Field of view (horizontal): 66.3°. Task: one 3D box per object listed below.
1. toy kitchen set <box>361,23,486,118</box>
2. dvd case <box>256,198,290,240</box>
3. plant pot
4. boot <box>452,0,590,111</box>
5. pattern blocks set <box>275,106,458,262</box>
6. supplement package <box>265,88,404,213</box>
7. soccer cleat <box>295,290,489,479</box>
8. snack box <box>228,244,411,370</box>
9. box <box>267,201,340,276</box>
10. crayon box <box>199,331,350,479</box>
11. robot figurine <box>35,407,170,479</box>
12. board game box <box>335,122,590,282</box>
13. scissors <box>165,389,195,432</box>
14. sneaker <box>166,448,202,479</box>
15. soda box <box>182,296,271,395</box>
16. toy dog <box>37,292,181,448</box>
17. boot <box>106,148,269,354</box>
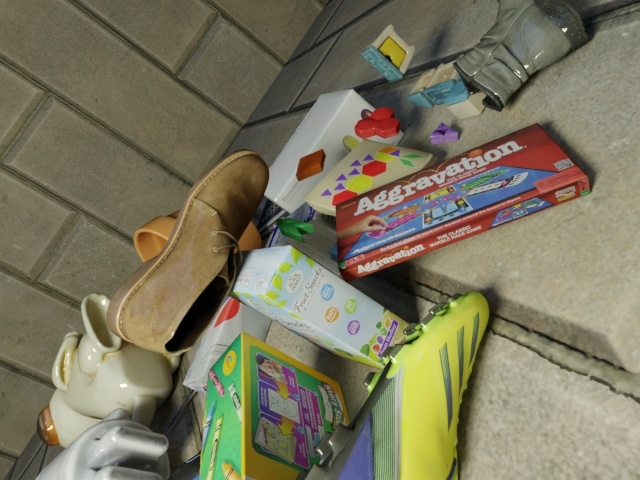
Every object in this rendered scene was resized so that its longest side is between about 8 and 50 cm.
[{"bbox_3d":[0.180,-0.297,0.844,0.122,0.166,0.207,-59,23,-11],"label":"toy kitchen set"},{"bbox_3d":[-0.101,-0.123,1.351,0.179,0.029,0.238,-35,29,42],"label":"dvd case"},{"bbox_3d":[-0.287,0.023,1.229,0.291,0.291,0.203,-22,24,54],"label":"plant pot"},{"bbox_3d":[0.262,-0.311,0.733,0.161,0.083,0.246,-36,43,22],"label":"boot"},{"bbox_3d":[0.082,-0.093,0.762,0.325,0.026,0.285,-40,46,-21],"label":"pattern blocks set"},{"bbox_3d":[0.010,-0.164,1.032,0.262,0.145,0.204,-56,22,1],"label":"supplement package"},{"bbox_3d":[0.096,0.170,0.475,0.289,0.121,0.093,-46,-9,-28],"label":"soccer cleat"},{"bbox_3d":[-0.008,0.088,0.630,0.174,0.207,0.070,-8,51,62],"label":"snack box"},{"bbox_3d":[0.000,0.000,0.844,0.137,0.126,0.072,-35,31,40],"label":"box"},{"bbox_3d":[-0.040,0.241,0.537,0.081,0.165,0.278,-50,22,15],"label":"crayon box"},{"bbox_3d":[-0.429,0.478,0.942,0.353,0.200,0.300,-42,32,29],"label":"robot figurine"},{"bbox_3d":[0.151,-0.050,0.598,0.281,0.027,0.145,-22,32,15],"label":"board game box"},{"bbox_3d":[-0.256,0.296,1.096,0.297,0.021,0.109,-51,25,13],"label":"scissors"},{"bbox_3d":[-0.234,0.432,0.785,0.232,0.081,0.090,-45,20,6],"label":"sneaker"},{"bbox_3d":[-0.164,0.168,0.981,0.091,0.098,0.286,-32,31,44],"label":"soda box"},{"bbox_3d":[-0.554,0.393,1.297,0.408,0.284,0.395,-42,62,25],"label":"toy dog"},{"bbox_3d":[-0.133,0.009,0.634,0.115,0.112,0.305,12,61,36],"label":"boot"}]
